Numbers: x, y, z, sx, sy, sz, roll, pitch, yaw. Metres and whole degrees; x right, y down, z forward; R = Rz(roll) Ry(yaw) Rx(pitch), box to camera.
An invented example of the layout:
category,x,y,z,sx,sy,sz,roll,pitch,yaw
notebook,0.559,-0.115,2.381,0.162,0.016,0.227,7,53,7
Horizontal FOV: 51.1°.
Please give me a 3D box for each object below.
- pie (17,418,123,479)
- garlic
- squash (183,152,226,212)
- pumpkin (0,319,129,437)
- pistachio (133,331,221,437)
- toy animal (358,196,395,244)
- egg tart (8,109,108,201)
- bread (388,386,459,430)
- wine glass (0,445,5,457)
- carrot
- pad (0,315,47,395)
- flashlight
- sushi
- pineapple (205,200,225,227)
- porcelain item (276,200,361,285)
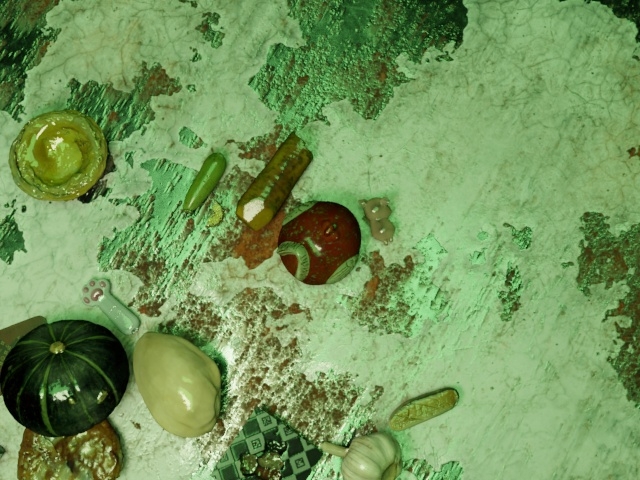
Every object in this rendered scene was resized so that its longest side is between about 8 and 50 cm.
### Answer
category,x,y,z,sx,sy,sz,roll,pitch,yaw
pie,-0.695,0.583,1.832,0.308,0.085,0.308,-1,79,4
garlic,0.098,0.596,1.817,0.226,0.199,0.199,15,81,36
squash,-0.338,-0.167,1.943,0.066,0.066,0.201,30,84,4
pumpkin,-0.669,0.357,1.764,0.323,0.241,0.323,-3,44,3
pistachio,-0.386,0.383,1.807,0.214,0.193,0.318,-41,73,-16
toy animal,0.172,-0.061,1.921,0.083,0.089,0.150,-23,92,-6
egg tart,-0.747,-0.238,1.928,0.288,0.118,0.288,0,84,-1
bread,0.285,0.466,1.864,0.214,0.053,0.073,-22,87,-6
wine glass,-0.962,0.656,1.814,0.103,0.103,0.231,30,81,4
carrot,-0.127,-0.168,1.923,0.114,0.114,0.302,35,82,4
pad,-0.885,0.338,1.907,0.267,0.004,0.181,-22,82,-2
flashlight,-0.596,0.191,1.905,0.200,0.047,0.093,44,84,6
sushi,-0.148,0.611,1.842,0.231,0.047,0.219,37,77,-5
pineapple,-0.302,-0.072,1.955,0.045,0.019,0.083,17,83,8
porcelain item,0.000,0.000,1.839,0.253,0.253,0.253,0,82,0
